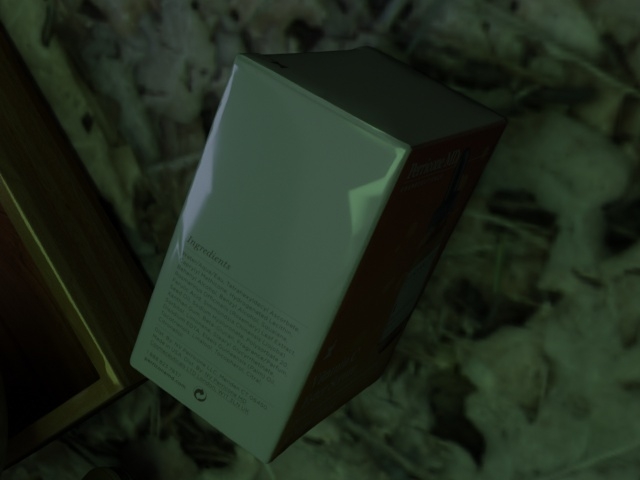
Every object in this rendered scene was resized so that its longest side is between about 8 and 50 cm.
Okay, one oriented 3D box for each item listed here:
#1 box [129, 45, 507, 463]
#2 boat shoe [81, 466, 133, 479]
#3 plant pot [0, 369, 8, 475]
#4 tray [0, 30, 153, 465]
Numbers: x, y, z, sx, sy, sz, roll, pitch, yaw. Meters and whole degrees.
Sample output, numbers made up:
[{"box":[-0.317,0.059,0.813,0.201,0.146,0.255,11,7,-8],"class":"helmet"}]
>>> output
[{"box":[0.000,0.000,0.462,0.091,0.130,0.170,32,116,20],"class":"box"},{"box":[-0.144,0.216,0.642,0.056,0.049,0.152,36,122,38],"class":"boat shoe"},{"box":[-0.368,0.129,0.530,0.306,0.334,0.333,-22,91,22],"class":"plant pot"},{"box":[-0.275,-0.048,0.638,0.203,0.076,0.410,-33,86,31],"class":"tray"}]
